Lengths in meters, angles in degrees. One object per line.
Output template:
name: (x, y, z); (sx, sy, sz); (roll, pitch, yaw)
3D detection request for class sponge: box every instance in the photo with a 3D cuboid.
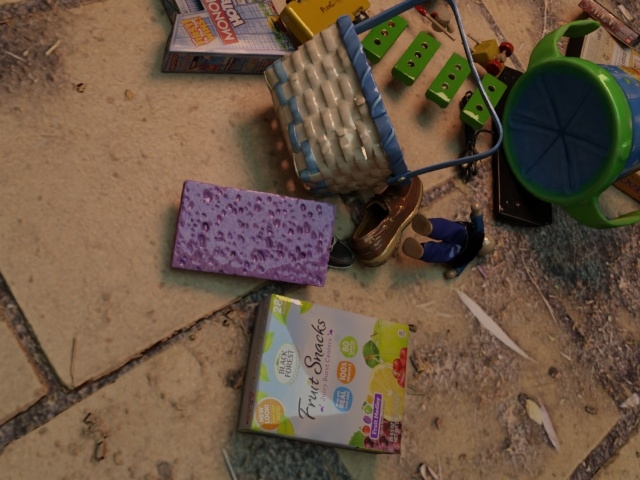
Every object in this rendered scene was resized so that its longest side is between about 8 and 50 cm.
sponge: (-0.088, -0.007, 0.863); (0.210, 0.031, 0.117); (9, 84, -16)

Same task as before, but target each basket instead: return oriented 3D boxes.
basket: (0.084, -0.201, 0.910); (0.289, 0.201, 0.254); (-18, 77, 12)

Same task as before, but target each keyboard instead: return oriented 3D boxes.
keyboard: (0.326, -0.181, 1.146); (0.201, 0.033, 0.317); (15, 65, -21)

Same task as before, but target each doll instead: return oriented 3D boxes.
doll: (0.213, -0.001, 0.992); (0.189, 0.046, 0.129); (8, 109, -42)

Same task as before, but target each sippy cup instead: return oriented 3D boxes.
sippy cup: (0.463, -0.192, 1.060); (0.224, 0.305, 0.240); (-14, 35, -28)

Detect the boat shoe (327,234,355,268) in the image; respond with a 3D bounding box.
boat shoe: (0.000, 0.000, 0.925); (0.125, 0.038, 0.046); (32, 62, -11)

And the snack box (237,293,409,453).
snack box: (0.008, 0.180, 0.846); (0.207, 0.070, 0.174); (14, 67, -18)

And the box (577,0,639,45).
box: (0.606, -0.456, 1.334); (0.137, 0.027, 0.094); (46, 33, 14)

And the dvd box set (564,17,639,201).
dvd box set: (0.660, -0.224, 1.297); (0.420, 0.062, 0.307); (29, 62, -13)

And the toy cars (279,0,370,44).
toy cars: (-0.012, -0.449, 1.057); (0.176, 0.087, 0.393); (12, 63, -36)

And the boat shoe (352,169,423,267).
boat shoe: (0.101, -0.044, 0.963); (0.060, 0.064, 0.178); (49, 57, -31)

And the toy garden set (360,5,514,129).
toy garden set: (0.210, -0.317, 1.114); (0.244, 0.049, 0.204); (34, 61, 2)

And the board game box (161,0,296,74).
board game box: (-0.162, -0.327, 0.955); (0.194, 0.060, 0.194); (-22, 82, -30)
